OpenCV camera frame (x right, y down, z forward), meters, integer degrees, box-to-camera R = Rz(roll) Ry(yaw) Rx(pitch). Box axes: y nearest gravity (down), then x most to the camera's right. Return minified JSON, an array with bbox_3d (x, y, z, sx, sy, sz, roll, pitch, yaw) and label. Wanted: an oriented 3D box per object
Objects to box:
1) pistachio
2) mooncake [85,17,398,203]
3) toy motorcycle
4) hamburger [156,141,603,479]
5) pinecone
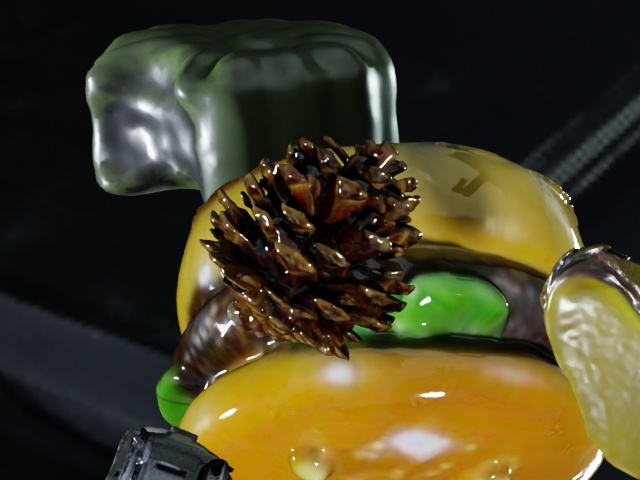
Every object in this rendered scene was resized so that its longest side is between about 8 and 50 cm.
[{"bbox_3d":[0.206,0.074,1.270,0.089,0.173,0.049,-17,-162,19],"label":"pistachio"},{"bbox_3d":[-0.074,-0.144,2.117,0.351,0.187,0.351,-2,-169,0],"label":"mooncake"},{"bbox_3d":[-0.133,0.240,1.331,0.091,0.157,0.263,23,-139,-6],"label":"toy motorcycle"},{"bbox_3d":[0.067,0.115,1.641,0.396,0.396,0.277,-4,-118,2],"label":"hamburger"},{"bbox_3d":[0.000,0.000,1.386,0.173,0.173,0.173,-4,-147,2],"label":"pinecone"}]
